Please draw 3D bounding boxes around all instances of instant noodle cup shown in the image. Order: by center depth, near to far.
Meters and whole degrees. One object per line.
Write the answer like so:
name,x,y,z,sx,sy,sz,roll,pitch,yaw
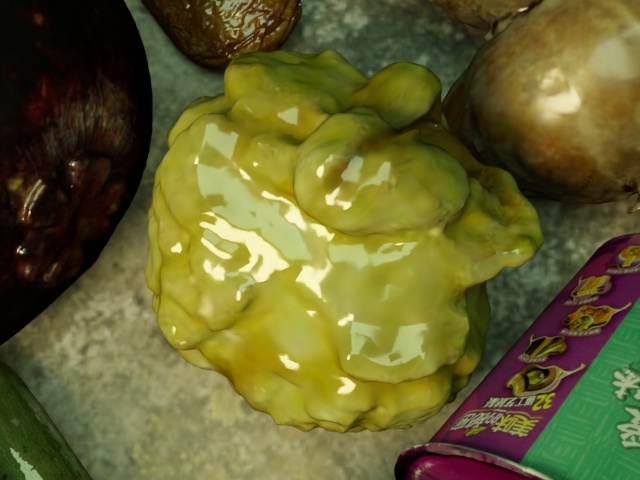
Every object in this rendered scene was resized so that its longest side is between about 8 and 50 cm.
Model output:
instant noodle cup,0.197,0.127,1.011,0.251,0.251,0.190,34,68,9

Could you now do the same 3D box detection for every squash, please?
squash,-0.168,0.170,1.083,0.066,0.066,0.229,-35,75,-9

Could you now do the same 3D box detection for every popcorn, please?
popcorn,0.000,0.000,1.063,0.255,0.195,0.256,-28,79,30

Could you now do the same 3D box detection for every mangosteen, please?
mangosteen,-0.253,-0.075,1.042,0.293,0.297,0.297,43,79,9

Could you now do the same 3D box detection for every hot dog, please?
hot dog,-0.075,-0.185,1.184,0.099,0.065,0.147,-39,89,-10

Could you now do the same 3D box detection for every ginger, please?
ginger,0.149,-0.157,1.128,0.256,0.176,0.375,-30,77,10
